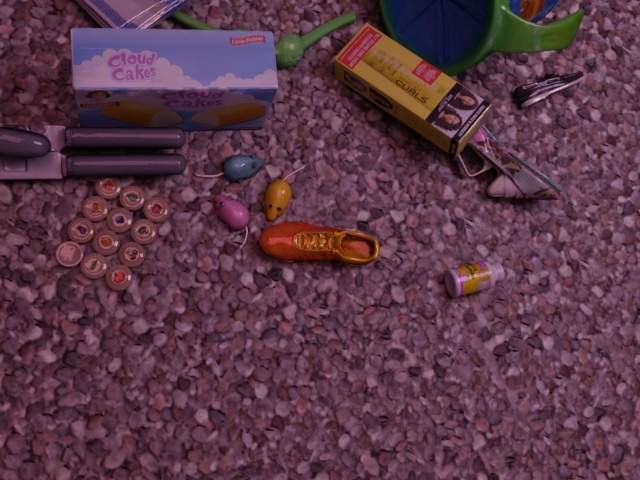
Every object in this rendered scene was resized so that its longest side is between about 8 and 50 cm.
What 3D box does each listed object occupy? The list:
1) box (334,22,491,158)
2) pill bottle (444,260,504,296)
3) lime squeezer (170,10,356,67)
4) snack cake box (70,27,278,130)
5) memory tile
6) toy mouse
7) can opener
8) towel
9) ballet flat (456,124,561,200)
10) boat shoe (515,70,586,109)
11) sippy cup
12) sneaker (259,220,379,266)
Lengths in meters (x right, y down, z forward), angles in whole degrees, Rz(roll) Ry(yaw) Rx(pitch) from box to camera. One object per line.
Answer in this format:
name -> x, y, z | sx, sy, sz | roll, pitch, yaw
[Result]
box -> 0.136, -0.226, 1.186 | 0.232, 0.058, 0.087 | 38, 77, 15
pill bottle -> 0.231, 0.056, 1.180 | 0.083, 0.043, 0.043 | -13, 80, -16
lime squeezer -> -0.090, -0.314, 1.190 | 0.311, 0.059, 0.109 | 0, 77, -12
snack cake box -> -0.202, -0.217, 1.090 | 0.265, 0.152, 0.089 | -3, 78, -13
memory tile -> -0.287, -0.012, 1.095 | 0.113, 0.012, 0.148 | 27, 73, -5
toy mouse -> -0.114, -0.074, 1.139 | 0.143, 0.031, 0.161 | 25, 73, -6
can opener -> -0.323, -0.118, 1.068 | 0.281, 0.093, 0.074 | -1, 101, -14
towel -> -0.252, -0.429, 1.183 | 0.209, 0.034, 0.285 | 43, 70, 11
ballet flat -> 0.266, -0.119, 1.222 | 0.221, 0.077, 0.079 | 43, 91, 5
boat shoe -> 0.374, -0.255, 1.288 | 0.125, 0.046, 0.038 | -25, 88, -9
sippy cup -> 0.244, -0.392, 1.200 | 0.224, 0.240, 0.305 | -26, 89, -34
sneaker -> 0.000, 0.000, 1.129 | 0.175, 0.067, 0.064 | 3, 78, -10
